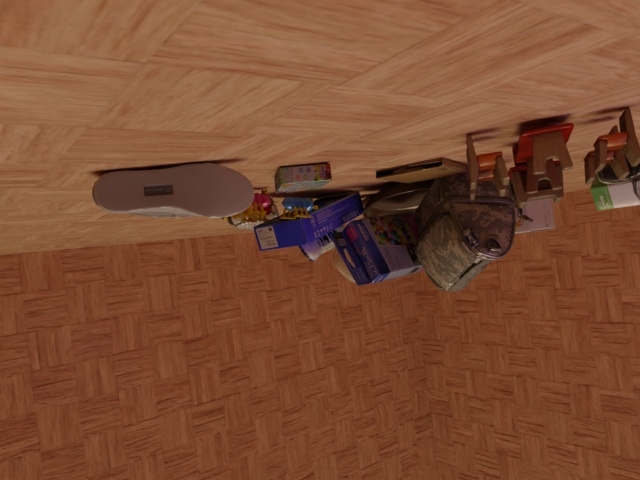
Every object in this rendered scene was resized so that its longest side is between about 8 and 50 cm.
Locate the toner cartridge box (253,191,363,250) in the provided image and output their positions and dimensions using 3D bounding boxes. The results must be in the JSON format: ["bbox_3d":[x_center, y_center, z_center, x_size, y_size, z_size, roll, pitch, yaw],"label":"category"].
[{"bbox_3d":[-0.023,-0.062,1.526,0.165,0.075,0.348,-7,-167,33],"label":"toner cartridge box"}]

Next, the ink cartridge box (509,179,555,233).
[{"bbox_3d":[0.670,-0.117,1.893,0.197,0.197,0.270,-5,177,-41],"label":"ink cartridge box"}]

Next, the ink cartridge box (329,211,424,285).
[{"bbox_3d":[0.194,0.018,1.519,0.311,0.185,0.065,-11,154,-35],"label":"ink cartridge box"}]

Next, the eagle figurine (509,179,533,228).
[{"bbox_3d":[0.576,-0.140,1.611,0.226,0.225,0.298,-43,140,-3],"label":"eagle figurine"}]

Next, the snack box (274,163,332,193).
[{"bbox_3d":[-0.039,-0.125,1.068,0.101,0.037,0.141,-8,179,-10],"label":"snack box"}]

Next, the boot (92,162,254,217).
[{"bbox_3d":[-0.248,-0.085,0.905,0.259,0.095,0.123,2,-177,-10],"label":"boot"}]

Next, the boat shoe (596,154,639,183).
[{"bbox_3d":[0.897,-0.217,1.453,0.224,0.080,0.073,-13,172,19],"label":"boat shoe"}]

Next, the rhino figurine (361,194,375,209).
[{"bbox_3d":[0.189,-0.123,1.793,0.244,0.073,0.106,0,-174,16],"label":"rhino figurine"}]

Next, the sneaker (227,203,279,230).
[{"bbox_3d":[-0.224,-0.068,1.680,0.115,0.090,0.232,-2,175,-39],"label":"sneaker"}]

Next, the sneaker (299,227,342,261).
[{"bbox_3d":[0.000,0.000,1.562,0.086,0.085,0.237,-38,178,22],"label":"sneaker"}]

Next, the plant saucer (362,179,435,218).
[{"bbox_3d":[0.279,-0.123,1.590,0.311,0.050,0.310,-8,165,-2],"label":"plant saucer"}]

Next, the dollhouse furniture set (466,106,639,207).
[{"bbox_3d":[0.403,-0.157,0.960,0.262,0.135,0.259,-7,168,15],"label":"dollhouse furniture set"}]

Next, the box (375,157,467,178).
[{"bbox_3d":[0.247,-0.165,1.255,0.165,0.021,0.201,-8,179,31],"label":"box"}]

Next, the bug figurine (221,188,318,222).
[{"bbox_3d":[-0.153,-0.090,1.348,0.216,0.072,0.279,2,178,-40],"label":"bug figurine"}]

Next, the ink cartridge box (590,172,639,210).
[{"bbox_3d":[0.956,-0.181,1.572,0.220,0.092,0.160,-7,-149,44],"label":"ink cartridge box"}]

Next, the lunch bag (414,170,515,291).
[{"bbox_3d":[0.389,-0.019,1.412,0.213,0.255,0.305,2,155,-9],"label":"lunch bag"}]

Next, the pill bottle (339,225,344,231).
[{"bbox_3d":[0.052,-0.084,1.746,0.065,0.116,0.065,-6,179,0],"label":"pill bottle"}]

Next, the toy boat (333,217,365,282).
[{"bbox_3d":[0.124,-0.020,1.876,0.267,0.318,0.148,-50,164,27],"label":"toy boat"}]
